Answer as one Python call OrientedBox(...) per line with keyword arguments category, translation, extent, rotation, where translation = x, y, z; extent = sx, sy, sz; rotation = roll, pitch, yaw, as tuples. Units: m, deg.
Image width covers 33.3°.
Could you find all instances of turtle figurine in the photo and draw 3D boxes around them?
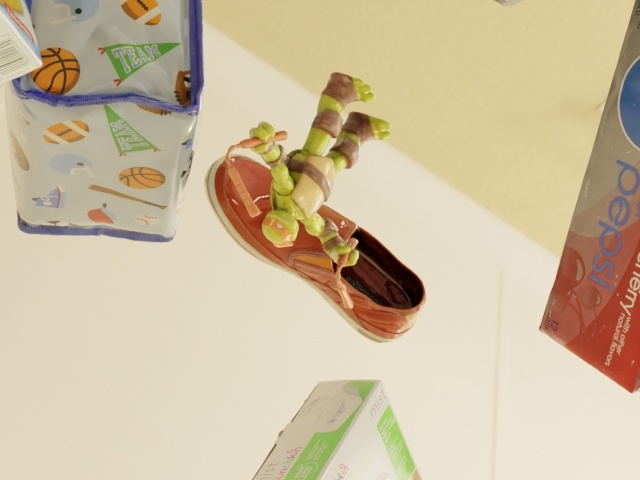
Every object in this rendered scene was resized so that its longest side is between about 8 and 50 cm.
OrientedBox(category="turtle figurine", translation=(-0.003, -0.065, 1.202), extent=(0.269, 0.087, 0.217), rotation=(51, -119, -36))

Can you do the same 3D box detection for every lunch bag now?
OrientedBox(category="lunch bag", translation=(-0.259, -0.238, 1.265), extent=(0.239, 0.328, 0.385), rotation=(5, -116, -13))

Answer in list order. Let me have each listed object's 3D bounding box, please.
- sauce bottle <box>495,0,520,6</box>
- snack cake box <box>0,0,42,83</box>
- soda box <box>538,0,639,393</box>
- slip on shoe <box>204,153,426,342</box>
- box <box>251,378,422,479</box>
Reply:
OrientedBox(category="sauce bottle", translation=(0.238, -0.244, 0.605), extent=(0.111, 0.344, 0.111), rotation=(36, -140, -37))
OrientedBox(category="snack cake box", translation=(-0.324, -0.194, 0.739), extent=(0.264, 0.152, 0.089), rotation=(64, -176, -62))
OrientedBox(category="soda box", translation=(0.227, -0.041, 0.667), extent=(0.083, 0.263, 0.092), rotation=(-3, -155, -33))
OrientedBox(category="slip on shoe", translation=(0.000, 0.000, 1.347), extent=(0.331, 0.101, 0.123), rotation=(39, -126, -6))
OrientedBox(category="box", translation=(0.028, 0.378, 1.627), extent=(0.262, 0.127, 0.231), rotation=(-49, -54, -49))
